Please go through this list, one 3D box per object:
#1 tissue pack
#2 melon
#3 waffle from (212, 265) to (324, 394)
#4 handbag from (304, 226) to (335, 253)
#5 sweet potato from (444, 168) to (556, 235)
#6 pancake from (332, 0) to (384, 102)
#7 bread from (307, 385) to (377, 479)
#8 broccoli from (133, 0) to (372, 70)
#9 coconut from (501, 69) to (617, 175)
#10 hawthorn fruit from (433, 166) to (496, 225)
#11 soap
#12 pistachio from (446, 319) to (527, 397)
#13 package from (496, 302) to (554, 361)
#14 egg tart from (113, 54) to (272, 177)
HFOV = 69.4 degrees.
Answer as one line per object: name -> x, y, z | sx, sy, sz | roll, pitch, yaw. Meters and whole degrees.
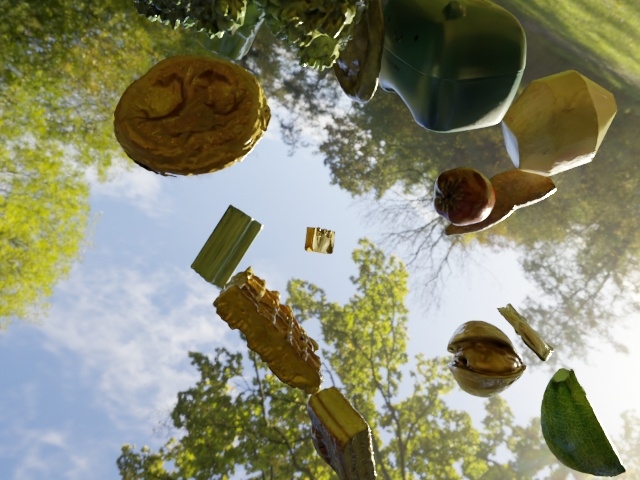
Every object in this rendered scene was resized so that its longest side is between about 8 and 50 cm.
tissue pack -> 0.222, -0.342, 0.829 | 0.198, 0.205, 0.287 | -9, -138, -11
melon -> 0.750, 0.539, 1.369 | 0.124, 0.196, 0.323 | -39, -73, -40
waffle -> -0.074, 0.146, 0.779 | 0.229, 0.057, 0.219 | 49, -177, -9
handbag -> 0.000, 0.000, 1.086 | 0.027, 0.061, 0.083 | 5, 179, 39
sweet potato -> 0.511, -0.117, 1.367 | 0.131, 0.337, 0.131 | 62, -177, -6
pancake -> 0.053, -0.362, 0.808 | 0.042, 0.236, 0.222 | -12, -129, -14
bread -> 0.051, 0.520, 1.214 | 0.111, 0.234, 0.184 | -24, -147, -20
broccoli -> -0.063, -0.336, 0.598 | 0.249, 0.301, 0.375 | 40, -129, 18
coconut -> 0.585, -0.286, 1.133 | 0.260, 0.259, 0.259 | 24, -154, -13
hawthorn fruit -> 0.395, -0.118, 1.245 | 0.194, 0.156, 0.157 | -1, -140, -48
soap -> -0.240, 0.016, 1.186 | 0.063, 0.198, 0.115 | 35, 177, -44
pistachio -> 0.404, 0.290, 1.130 | 0.187, 0.187, 0.299 | 41, 180, 21
package -> 0.552, 0.241, 1.245 | 0.171, 0.027, 0.173 | 50, -154, 23
egg tart -> -0.358, -0.338, 1.331 | 0.444, 0.178, 0.442 | 1, -120, -1
